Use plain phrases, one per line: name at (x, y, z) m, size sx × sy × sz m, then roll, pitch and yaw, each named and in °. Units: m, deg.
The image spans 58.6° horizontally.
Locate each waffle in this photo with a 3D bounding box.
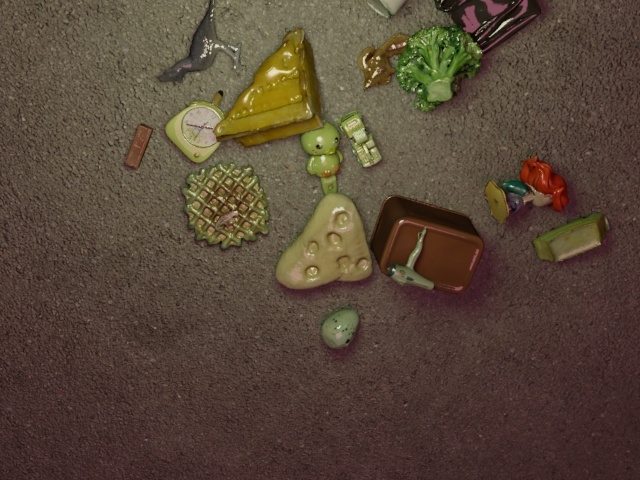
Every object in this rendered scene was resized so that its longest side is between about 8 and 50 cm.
waffle at (-0.329, -0.119, 1.981) m, size 0.292 × 0.056 × 0.309 m, roll -11°, pitch 112°, yaw 0°

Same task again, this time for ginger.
ginger at (0.214, -0.581, 1.850) m, size 0.214 × 0.059 × 0.132 m, roll -24°, pitch 102°, yaw 3°

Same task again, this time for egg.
egg at (0.078, 0.329, 2.120) m, size 0.164 × 0.131 × 0.131 m, roll -44°, pitch 106°, yaw 4°

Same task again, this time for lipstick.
lipstick at (-0.606, -0.315, 1.906) m, size 0.045 × 0.045 × 0.145 m, roll 24°, pitch 105°, yaw -9°

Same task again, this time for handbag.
handbag at (0.512, -0.748, 1.781) m, size 0.257 × 0.113 × 0.285 m, roll -37°, pitch 107°, yaw 17°

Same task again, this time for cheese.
cheese at (0.000, 0.000, 1.996) m, size 0.351 × 0.129 × 0.328 m, roll -7°, pitch 115°, yaw -2°

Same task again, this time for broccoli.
broccoli at (0.373, -0.537, 1.787) m, size 0.269 × 0.241 × 0.261 m, roll -5°, pitch 134°, yaw 20°

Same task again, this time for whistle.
whistle at (0.020, -0.273, 1.905) m, size 0.141 × 0.141 × 0.293 m, roll -18°, pitch 110°, yaw 3°

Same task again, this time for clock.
clock at (-0.381, -0.382, 1.882) m, size 0.232 × 0.069 × 0.170 m, roll -40°, pitch 106°, yaw 9°

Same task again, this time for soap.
soap at (-0.180, -0.479, 1.822) m, size 0.339 × 0.169 × 0.304 m, roll -11°, pitch 76°, yaw 17°

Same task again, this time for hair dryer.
hair dryer at (0.330, 0.075, 1.856) m, size 0.167 × 0.067 × 0.199 m, roll 37°, pitch 91°, yaw -23°

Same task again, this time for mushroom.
mushroom at (-0.323, -0.069, 1.959) m, size 0.101 × 0.019 × 0.049 m, roll -39°, pitch 109°, yaw 11°

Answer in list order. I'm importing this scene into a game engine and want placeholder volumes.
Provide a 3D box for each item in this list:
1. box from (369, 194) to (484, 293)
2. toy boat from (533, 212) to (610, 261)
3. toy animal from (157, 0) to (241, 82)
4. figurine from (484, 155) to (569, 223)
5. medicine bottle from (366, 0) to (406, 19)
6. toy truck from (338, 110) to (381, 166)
box at (0.364, 0.018, 1.973) m, size 0.340 × 0.229 × 0.239 m, roll 15°, pitch 110°, yaw -7°
toy boat at (0.923, -0.008, 2.069) m, size 0.277 × 0.084 × 0.111 m, roll -23°, pitch 107°, yaw 6°
toy animal at (-0.340, -0.621, 1.794) m, size 0.206 × 0.081 × 0.366 m, roll 27°, pitch 102°, yaw -14°
figurine at (0.721, -0.177, 1.958) m, size 0.257 × 0.181 × 0.208 m, roll -17°, pitch 80°, yaw -4°
medicine bottle at (0.254, -0.869, 1.667) m, size 0.214 × 0.213 × 0.378 m, roll 39°, pitch 104°, yaw -14°
toy truck at (0.136, -0.331, 1.900) m, size 0.085 × 0.116 × 0.191 m, roll -28°, pitch 109°, yaw 5°
